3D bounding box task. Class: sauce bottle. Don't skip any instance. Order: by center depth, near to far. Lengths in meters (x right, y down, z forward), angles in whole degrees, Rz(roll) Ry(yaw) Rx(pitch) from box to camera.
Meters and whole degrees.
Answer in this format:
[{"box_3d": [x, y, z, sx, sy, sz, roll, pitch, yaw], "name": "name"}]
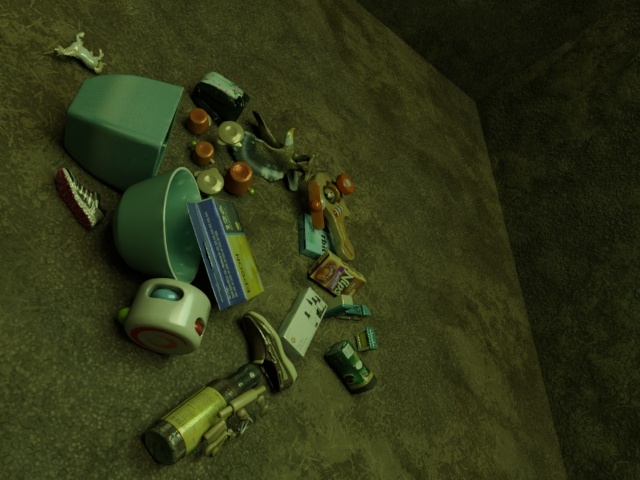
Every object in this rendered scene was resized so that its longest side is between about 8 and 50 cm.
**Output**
[{"box_3d": [-0.283, 0.428, 1.406, 0.344, 0.111, 0.111, -30, 89, -51], "name": "sauce bottle"}]

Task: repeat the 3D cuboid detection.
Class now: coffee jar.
[{"box_3d": [0.105, 0.427, 1.843, 0.184, 0.096, 0.079, 54, 41, -7], "name": "coffee jar"}]

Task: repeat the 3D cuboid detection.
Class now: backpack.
[{"box_3d": [-0.353, -0.500, 1.929, 0.182, 0.152, 0.115, 32, 39, -13], "name": "backpack"}]

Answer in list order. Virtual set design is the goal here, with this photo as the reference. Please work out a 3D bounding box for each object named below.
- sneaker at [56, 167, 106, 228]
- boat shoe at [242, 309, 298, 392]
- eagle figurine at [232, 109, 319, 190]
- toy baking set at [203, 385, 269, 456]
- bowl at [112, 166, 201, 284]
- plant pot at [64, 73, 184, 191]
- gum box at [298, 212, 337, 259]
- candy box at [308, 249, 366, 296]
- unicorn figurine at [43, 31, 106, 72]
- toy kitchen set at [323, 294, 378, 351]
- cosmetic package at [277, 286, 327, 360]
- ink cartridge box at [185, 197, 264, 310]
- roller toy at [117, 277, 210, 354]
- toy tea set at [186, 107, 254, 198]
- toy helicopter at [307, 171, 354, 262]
[{"box_3d": [-0.620, -0.116, 1.436, 0.170, 0.063, 0.075, 60, 38, -7], "name": "sneaker"}, {"box_3d": [-0.162, 0.330, 1.620, 0.095, 0.095, 0.257, -36, 95, -46], "name": "boat shoe"}, {"box_3d": [-0.159, -0.327, 2.014, 0.298, 0.225, 0.226, 21, 1, -1], "name": "eagle figurine"}, {"box_3d": [-0.213, 0.457, 1.417, 0.030, 0.196, 0.256, 39, 35, 22], "name": "toy baking set"}, {"box_3d": [-0.430, -0.037, 1.448, 0.311, 0.163, 0.311, 1, 90, -85], "name": "bowl"}, {"box_3d": [-0.547, -0.306, 1.505, 0.252, 0.248, 0.247, 19, 51, -16], "name": "plant pot"}, {"box_3d": [0.000, 0.000, 2.051, 0.184, 0.041, 0.156, 23, 49, -36], "name": "gum box"}, {"box_3d": [0.061, 0.128, 1.973, 0.187, 0.109, 0.053, 36, 15, -27], "name": "candy box"}, {"box_3d": [-0.710, -0.556, 1.625, 0.162, 0.060, 0.111, 29, 47, -32], "name": "unicorn figurine"}, {"box_3d": [0.116, 0.295, 1.920, 0.207, 0.122, 0.166, 13, 57, -42], "name": "toy kitchen set"}, {"box_3d": [-0.062, 0.268, 1.794, 0.099, 0.060, 0.239, 46, 40, -15], "name": "cosmetic package"}, {"box_3d": [-0.264, 0.029, 1.573, 0.307, 0.072, 0.303, -19, 91, -86], "name": "ink cartridge box"}, {"box_3d": [-0.378, 0.189, 1.387, 0.209, 0.191, 0.146, 37, 48, -33], "name": "roller toy"}, {"box_3d": [-0.343, -0.283, 1.838, 0.200, 0.124, 0.336, -9, 74, -19], "name": "toy tea set"}, {"box_3d": [0.043, -0.090, 2.020, 0.235, 0.140, 0.355, 9, 61, -57], "name": "toy helicopter"}]
